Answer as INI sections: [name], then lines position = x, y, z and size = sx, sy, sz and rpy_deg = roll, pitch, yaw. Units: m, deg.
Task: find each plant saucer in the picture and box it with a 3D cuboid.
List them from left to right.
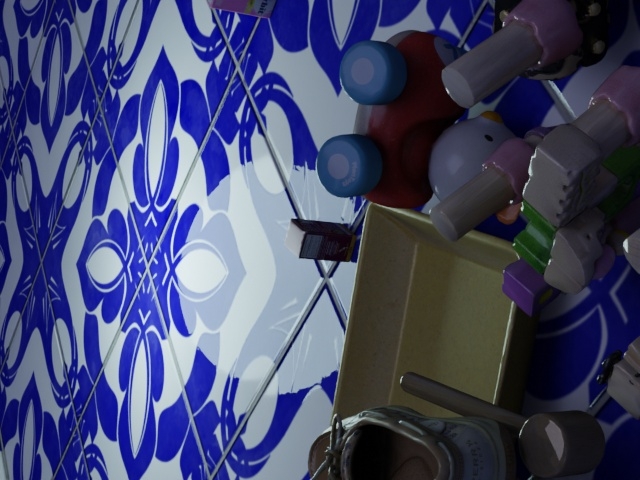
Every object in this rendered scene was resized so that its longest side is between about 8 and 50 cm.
[plant saucer]
position = 0.145, 0.139, 1.473
size = 0.333, 0.081, 0.332
rpy_deg = 24, 107, 60

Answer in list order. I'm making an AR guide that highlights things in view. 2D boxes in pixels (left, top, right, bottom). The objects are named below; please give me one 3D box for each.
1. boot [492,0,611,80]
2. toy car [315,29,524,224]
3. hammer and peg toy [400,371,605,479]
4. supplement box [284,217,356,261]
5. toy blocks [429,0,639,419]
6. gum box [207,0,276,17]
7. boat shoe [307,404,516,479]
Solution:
[boot]
position = 0.219, -0.290, 1.178
size = 0.377, 0.138, 0.284
rpy_deg = -81, -13, -61
[toy car]
position = 0.161, -0.115, 1.419
size = 0.238, 0.219, 0.210
rpy_deg = 24, 108, 29
[hammer and peg toy]
position = 0.169, 0.297, 1.223
size = 0.266, 0.127, 0.361
rpy_deg = 38, 117, 50
[supplement box]
position = 0.000, 0.000, 1.746
size = 0.055, 0.083, 0.043
rpy_deg = 43, 123, 56
[toy blocks]
position = 0.296, -0.062, 1.139
size = 0.309, 0.260, 0.288
rpy_deg = 46, 159, 25
[gum box]
position = -0.152, -0.448, 2.057
size = 0.062, 0.107, 0.188
rpy_deg = -66, 35, 31
[boat shoe]
position = 0.063, 0.208, 1.191
size = 0.285, 0.089, 0.104
rpy_deg = -20, 71, 54
